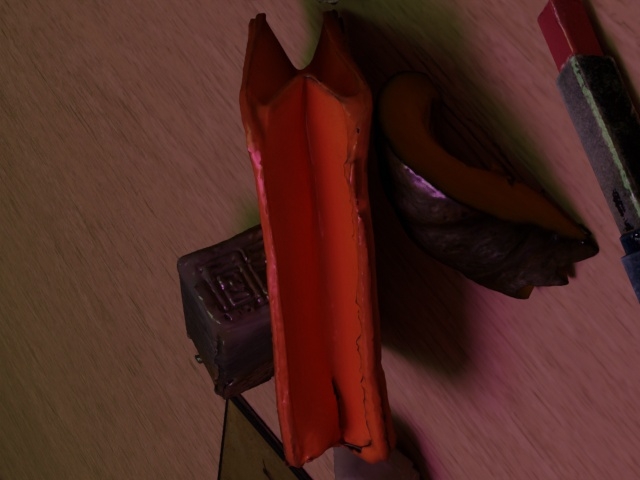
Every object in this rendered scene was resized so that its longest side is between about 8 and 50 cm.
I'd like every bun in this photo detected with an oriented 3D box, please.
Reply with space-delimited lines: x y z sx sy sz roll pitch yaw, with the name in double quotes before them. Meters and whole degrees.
"bun" 0.071 0.304 1.347 0.183 0.102 0.183 -8 -90 -89

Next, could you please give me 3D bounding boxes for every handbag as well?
"handbag" 0.000 0.000 1.146 0.303 0.116 0.410 -94 -1 -63

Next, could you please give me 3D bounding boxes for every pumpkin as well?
"pumpkin" 0.106 -0.029 1.043 0.254 0.149 0.130 51 132 25

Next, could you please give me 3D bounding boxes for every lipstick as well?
"lipstick" 0.249 -0.050 0.909 0.051 0.051 0.312 -29 81 58

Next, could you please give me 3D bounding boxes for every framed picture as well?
"framed picture" -0.051 0.412 1.681 0.339 0.014 0.255 45 142 33

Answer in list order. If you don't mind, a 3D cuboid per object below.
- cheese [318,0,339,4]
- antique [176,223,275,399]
"cheese" -0.028 -0.320 1.137 0.286 0.074 0.189 -13 97 62
"antique" -0.106 0.105 1.480 0.125 0.150 0.284 60 156 21
